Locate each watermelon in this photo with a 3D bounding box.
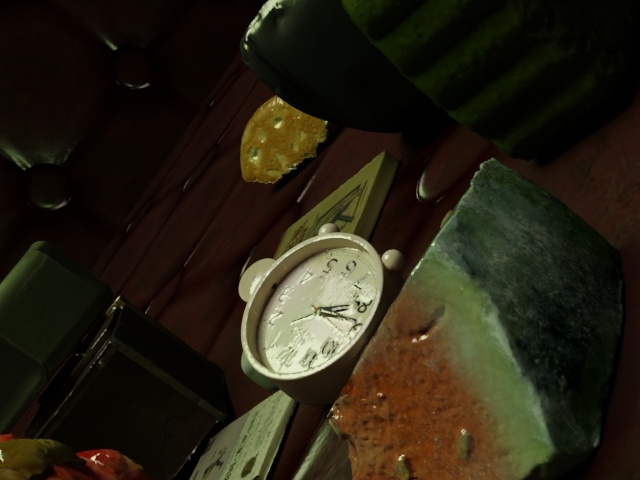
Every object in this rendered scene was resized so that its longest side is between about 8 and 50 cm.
[{"bbox_3d":[0.075,0.099,0.723,0.256,0.140,0.193,-51,5,38],"label":"watermelon"}]

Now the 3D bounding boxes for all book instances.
[{"bbox_3d":[0.000,0.000,1.297,0.231,0.026,0.161,-38,21,46],"label":"book"},{"bbox_3d":[-0.087,0.221,1.084,0.182,0.014,0.127,-39,19,43],"label":"book"}]

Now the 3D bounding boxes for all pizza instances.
[{"bbox_3d":[-0.050,-0.170,1.686,0.058,0.127,0.246,-37,-10,-47],"label":"pizza"}]

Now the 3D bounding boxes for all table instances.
[{"bbox_3d":[-0.226,0.191,1.238,0.169,0.172,0.193,-52,11,3],"label":"table"}]

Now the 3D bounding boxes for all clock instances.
[{"bbox_3d":[0.007,0.069,0.964,0.229,0.063,0.155,22,72,46],"label":"clock"}]

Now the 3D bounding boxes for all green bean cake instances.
[{"bbox_3d":[0.150,-0.228,0.929,0.156,0.247,0.249,-36,24,46],"label":"green bean cake"}]

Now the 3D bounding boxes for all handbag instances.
[{"bbox_3d":[0.092,-0.244,1.186,0.302,0.178,0.275,-43,-17,30],"label":"handbag"}]

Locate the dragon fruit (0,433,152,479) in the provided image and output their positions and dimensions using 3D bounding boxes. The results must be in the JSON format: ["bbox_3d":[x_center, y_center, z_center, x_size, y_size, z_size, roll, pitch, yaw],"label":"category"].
[{"bbox_3d":[-0.202,0.281,0.835,0.296,0.263,0.314,5,97,45],"label":"dragon fruit"}]

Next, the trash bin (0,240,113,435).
[{"bbox_3d":[-0.363,0.128,1.265,0.164,0.122,0.240,-50,9,18],"label":"trash bin"}]

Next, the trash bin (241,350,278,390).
[{"bbox_3d":[-0.016,0.080,1.102,0.130,0.059,0.116,-40,22,39],"label":"trash bin"}]
